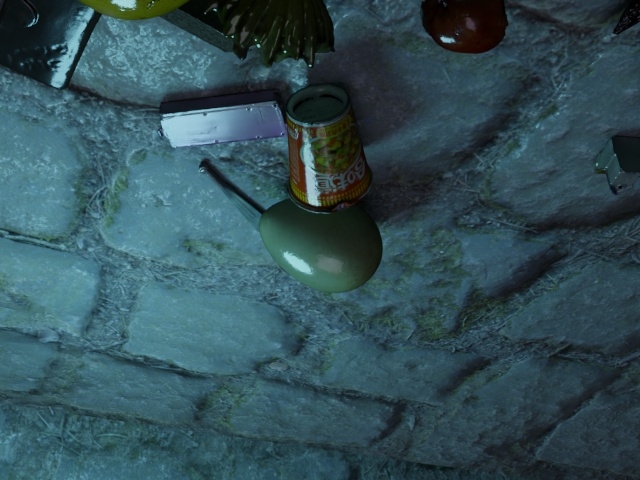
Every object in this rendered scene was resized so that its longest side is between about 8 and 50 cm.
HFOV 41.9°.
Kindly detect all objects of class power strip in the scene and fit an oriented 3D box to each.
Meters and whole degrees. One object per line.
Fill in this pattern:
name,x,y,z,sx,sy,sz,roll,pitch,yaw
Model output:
power strip,-0.201,-0.250,1.737,0.279,0.037,0.109,-5,143,9

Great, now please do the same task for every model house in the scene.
model house,0.651,-0.153,1.795,0.088,0.101,0.100,4,145,-7

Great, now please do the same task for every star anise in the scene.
star anise,0.570,-0.431,1.458,0.157,0.053,0.212,-24,139,28

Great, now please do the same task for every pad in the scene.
pad,-0.244,-0.391,1.489,0.235,0.003,0.158,25,179,-28

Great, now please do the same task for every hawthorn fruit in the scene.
hawthorn fruit,0.264,-0.390,1.454,0.172,0.148,0.148,17,142,-39

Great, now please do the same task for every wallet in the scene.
wallet,-0.497,-0.405,1.531,0.165,0.042,0.309,19,140,-26

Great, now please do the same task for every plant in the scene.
plant,-0.053,-0.462,1.408,0.251,0.180,0.333,6,119,-28

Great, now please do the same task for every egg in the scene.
egg,0.000,0.000,1.929,0.295,0.218,0.218,22,141,-4

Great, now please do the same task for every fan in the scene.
fan,-0.200,-0.095,1.963,0.057,0.023,0.282,-12,143,31

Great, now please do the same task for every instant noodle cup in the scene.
instant noodle cup,0.008,-0.194,1.703,0.193,0.193,0.212,-4,136,6

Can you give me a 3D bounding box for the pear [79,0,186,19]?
pear,-0.310,-0.473,1.236,0.336,0.285,0.285,13,142,-11
